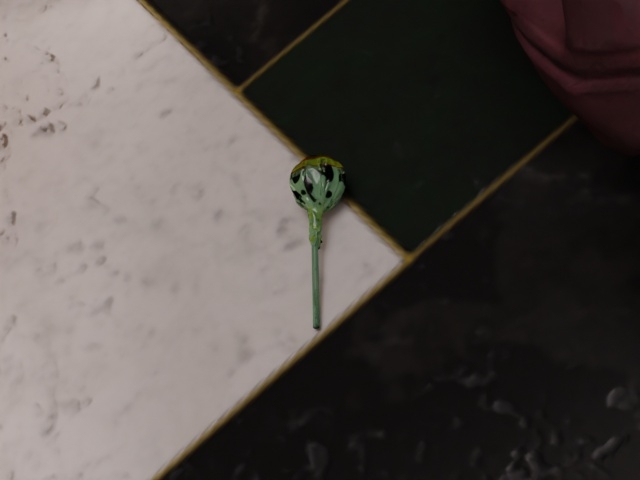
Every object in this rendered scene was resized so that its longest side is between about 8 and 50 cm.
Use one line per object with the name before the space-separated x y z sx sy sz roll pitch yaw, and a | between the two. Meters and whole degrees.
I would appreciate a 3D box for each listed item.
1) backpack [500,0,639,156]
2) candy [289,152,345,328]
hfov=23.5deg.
backpack | 0.162 -0.160 0.546 0.283 0.197 0.317 -26 24 20
candy | 0.000 0.000 0.668 0.023 0.025 0.083 -31 52 42
